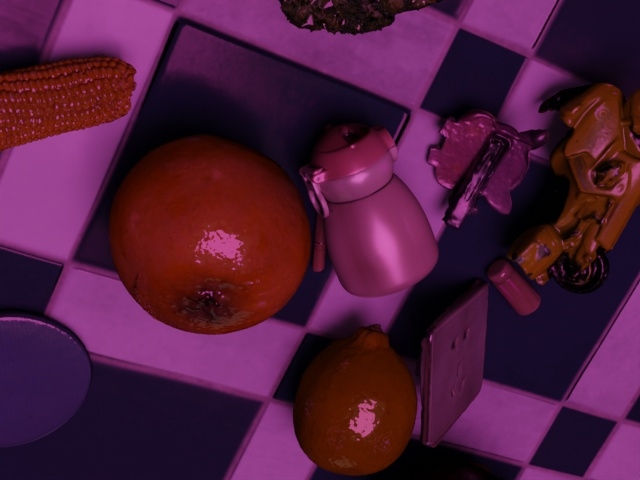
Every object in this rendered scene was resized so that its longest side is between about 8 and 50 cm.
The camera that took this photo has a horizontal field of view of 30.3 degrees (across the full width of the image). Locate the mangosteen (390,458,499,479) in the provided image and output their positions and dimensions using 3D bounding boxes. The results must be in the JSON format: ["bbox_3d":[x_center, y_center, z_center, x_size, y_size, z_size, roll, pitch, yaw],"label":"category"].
[{"bbox_3d":[0.220,0.488,1.868,0.293,0.297,0.297,-6,117,-13],"label":"mangosteen"}]

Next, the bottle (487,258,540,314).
[{"bbox_3d":[0.296,0.071,1.821,0.045,0.045,0.096,-42,118,5],"label":"bottle"}]

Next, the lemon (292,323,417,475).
[{"bbox_3d":[0.053,0.242,1.748,0.184,0.184,0.248,2,114,-19],"label":"lemon"}]

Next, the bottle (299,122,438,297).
[{"bbox_3d":[0.061,-0.054,1.629,0.148,0.147,0.236,-24,112,-6],"label":"bottle"}]

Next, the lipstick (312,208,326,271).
[{"bbox_3d":[0.000,0.000,1.700,0.019,0.019,0.094,-3,116,-17],"label":"lipstick"}]

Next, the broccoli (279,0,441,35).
[{"bbox_3d":[0.058,-0.392,1.390,0.308,0.275,0.307,0,91,-26],"label":"broccoli"}]

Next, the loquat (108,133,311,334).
[{"bbox_3d":[-0.144,-0.005,1.516,0.263,0.263,0.263,-8,118,-15],"label":"loquat"}]

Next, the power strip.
[{"bbox_3d":[0.187,0.180,1.800,0.198,0.065,0.213,-35,133,-51],"label":"power strip"}]

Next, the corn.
[{"bbox_3d":[-0.369,-0.165,1.454,0.293,0.106,0.106,-15,119,-14],"label":"corn"}]

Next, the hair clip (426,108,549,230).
[{"bbox_3d":[0.224,-0.103,1.686,0.146,0.056,0.187,21,117,-2],"label":"hair clip"}]

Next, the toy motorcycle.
[{"bbox_3d":[0.378,-0.088,1.698,0.142,0.206,0.342,-14,136,-50],"label":"toy motorcycle"}]

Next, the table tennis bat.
[{"bbox_3d":[-0.480,0.201,1.629,0.329,0.044,0.215,-8,119,-17],"label":"table tennis bat"}]
